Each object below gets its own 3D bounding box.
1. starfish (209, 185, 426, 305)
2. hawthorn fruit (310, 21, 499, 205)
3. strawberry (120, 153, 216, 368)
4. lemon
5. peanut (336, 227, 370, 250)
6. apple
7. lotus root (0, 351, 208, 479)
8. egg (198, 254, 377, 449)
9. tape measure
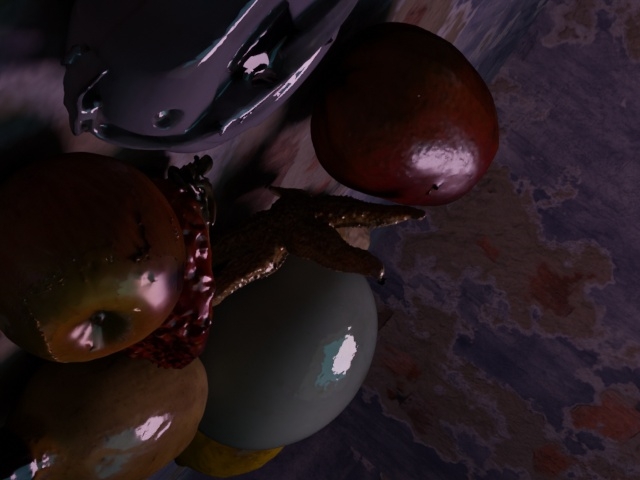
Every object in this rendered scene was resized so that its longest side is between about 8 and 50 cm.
[{"bbox_3d":[-0.033,-0.006,0.833,0.299,0.302,0.060,-53,134,-50],"label":"starfish"},{"bbox_3d":[0.121,-0.144,0.863,0.224,0.261,0.224,-52,-158,32],"label":"hawthorn fruit"},{"bbox_3d":[-0.159,0.035,0.633,0.175,0.106,0.236,-128,-138,-62],"label":"strawberry"},{"bbox_3d":[-0.164,0.314,1.315,0.310,0.253,0.253,-51,171,4],"label":"lemon"},{"bbox_3d":[0.000,0.000,1.235,0.149,0.149,0.313,-52,171,10],"label":"peanut"},{"bbox_3d":[-0.160,0.015,0.474,0.146,0.146,0.146,-49,171,-11],"label":"apple"},{"bbox_3d":[-0.241,0.188,0.727,0.183,0.183,0.310,-54,165,17],"label":"lotus root"},{"bbox_3d":[-0.073,0.148,0.987,0.276,0.276,0.389,-42,178,-43],"label":"egg"},{"bbox_3d":[-0.054,-0.147,0.436,0.236,0.120,0.197,-47,173,5],"label":"tape measure"}]
